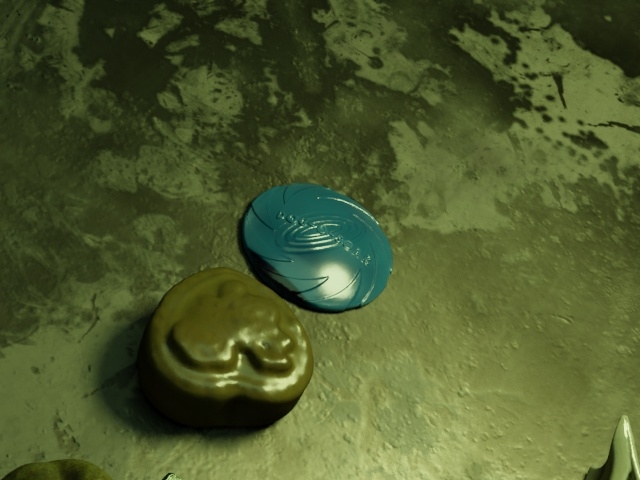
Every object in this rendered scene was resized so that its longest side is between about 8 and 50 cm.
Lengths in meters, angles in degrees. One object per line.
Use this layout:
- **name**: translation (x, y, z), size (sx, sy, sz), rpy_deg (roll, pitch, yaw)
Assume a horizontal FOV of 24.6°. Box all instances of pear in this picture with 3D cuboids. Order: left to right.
- **pear**: translation (-0.317, 0.335, 1.734), size (0.167, 0.136, 0.167), rpy_deg (9, 64, -19)

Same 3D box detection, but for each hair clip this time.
- **hair clip**: translation (0.375, 0.398, 1.987), size (0.113, 0.172, 0.282), rpy_deg (31, 56, 13)

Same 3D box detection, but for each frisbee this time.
- **frisbee**: translation (0.000, 0.000, 2.223), size (0.242, 0.045, 0.242), rpy_deg (12, 48, -13)

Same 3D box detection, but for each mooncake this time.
- **mooncake**: translation (-0.129, 0.140, 2.000), size (0.235, 0.117, 0.234), rpy_deg (11, 52, -14)

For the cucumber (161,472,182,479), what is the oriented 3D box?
- **cucumber**: translation (-0.180, 0.364, 1.825), size (0.116, 0.062, 0.115), rpy_deg (41, 49, 2)
